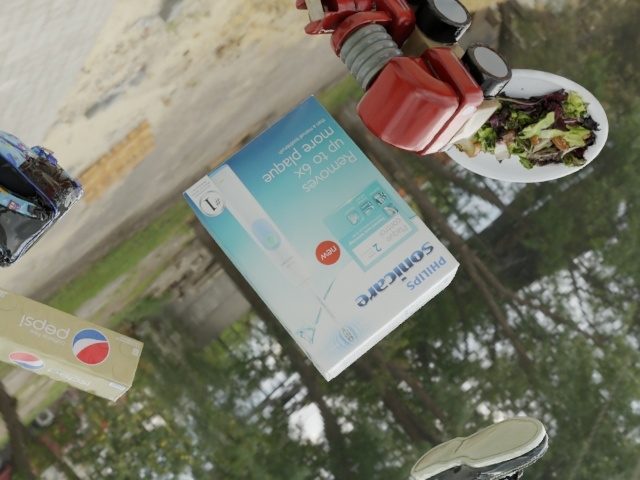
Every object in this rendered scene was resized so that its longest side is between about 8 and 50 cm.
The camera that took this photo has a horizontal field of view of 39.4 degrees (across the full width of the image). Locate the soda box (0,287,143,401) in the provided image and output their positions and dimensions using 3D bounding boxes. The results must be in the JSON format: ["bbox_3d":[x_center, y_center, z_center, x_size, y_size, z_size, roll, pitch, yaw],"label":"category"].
[{"bbox_3d":[-0.304,0.122,1.037,0.058,0.181,0.061,-40,-148,48],"label":"soda box"}]

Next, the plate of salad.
[{"bbox_3d":[0.232,-0.123,1.046,0.200,0.200,0.048,-40,-150,51],"label":"plate of salad"}]

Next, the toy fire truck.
[{"bbox_3d":[0.056,-0.204,0.918,0.246,0.217,0.158,-13,154,-40],"label":"toy fire truck"}]

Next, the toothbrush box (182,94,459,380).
[{"bbox_3d":[0.000,0.000,1.163,0.216,0.295,0.126,-37,169,-6],"label":"toothbrush box"}]

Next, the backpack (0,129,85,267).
[{"bbox_3d":[-0.438,-0.075,1.230,0.158,0.173,0.117,-40,-169,32],"label":"backpack"}]

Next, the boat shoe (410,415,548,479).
[{"bbox_3d":[0.300,0.411,1.601,0.127,0.113,0.340,-39,-178,-43],"label":"boat shoe"}]
